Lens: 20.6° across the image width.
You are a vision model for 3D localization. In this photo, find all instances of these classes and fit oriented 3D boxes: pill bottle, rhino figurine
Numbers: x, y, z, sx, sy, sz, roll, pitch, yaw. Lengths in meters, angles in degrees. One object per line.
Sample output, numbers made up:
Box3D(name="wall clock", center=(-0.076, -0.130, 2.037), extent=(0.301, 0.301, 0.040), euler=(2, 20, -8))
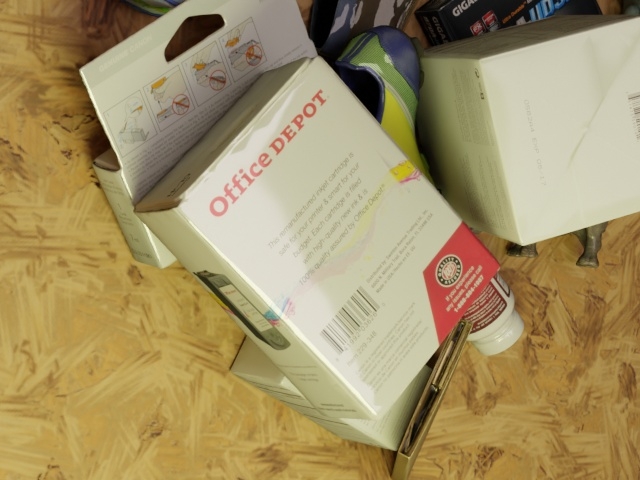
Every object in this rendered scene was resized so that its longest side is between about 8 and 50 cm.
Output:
Box3D(name="pill bottle", center=(0.170, 0.060, 2.046), extent=(0.086, 0.086, 0.152), euler=(-50, 118, -22))
Box3D(name="rhino figurine", center=(0.249, -0.032, 2.105), extent=(0.243, 0.073, 0.106), euler=(9, 87, -30))

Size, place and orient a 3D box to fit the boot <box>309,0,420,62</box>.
Box3D(name="boot", center=(0.057, -0.288, 1.952), extent=(0.106, 0.082, 0.219), euler=(12, 87, -37))

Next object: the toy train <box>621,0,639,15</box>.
Box3D(name="toy train", center=(0.455, -0.211, 2.207), extent=(0.190, 0.142, 0.334), euler=(7, 88, -25))

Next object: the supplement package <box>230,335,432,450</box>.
Box3D(name="supplement package", center=(0.013, 0.142, 1.929), extent=(0.179, 0.105, 0.105), euler=(34, 74, -32))

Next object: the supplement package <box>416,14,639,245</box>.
Box3D(name="supplement package", center=(0.236, -0.129, 1.910), extent=(0.198, 0.262, 0.199), euler=(-16, 101, -13))

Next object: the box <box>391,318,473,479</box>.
Box3D(name="box", center=(0.122, 0.183, 1.969), extent=(0.021, 0.201, 0.164), euler=(24, 76, 6))

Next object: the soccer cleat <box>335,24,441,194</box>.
Box3D(name="soccer cleat", center=(0.063, -0.093, 1.931), extent=(0.121, 0.093, 0.289), euler=(-34, 128, -40))

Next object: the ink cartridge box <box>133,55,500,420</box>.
Box3D(name="ink cartridge box", center=(0.000, 0.000, 1.784), extent=(0.306, 0.131, 0.226), euler=(48, 68, -16))

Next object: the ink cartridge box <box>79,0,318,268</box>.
Box3D(name="ink cartridge box", center=(-0.119, -0.142, 1.826), extent=(0.275, 0.060, 0.239), euler=(-37, 122, -28))

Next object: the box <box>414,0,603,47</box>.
Box3D(name="box", center=(0.234, -0.254, 2.095), extent=(0.220, 0.051, 0.175), euler=(-39, 113, -26))

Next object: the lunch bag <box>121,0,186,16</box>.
Box3D(name="lunch bag", center=(-0.170, -0.351, 1.785), extent=(0.176, 0.090, 0.219), euler=(23, 79, -34))
